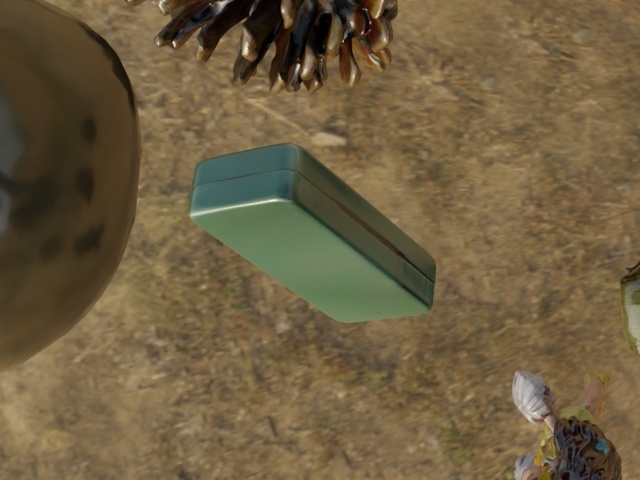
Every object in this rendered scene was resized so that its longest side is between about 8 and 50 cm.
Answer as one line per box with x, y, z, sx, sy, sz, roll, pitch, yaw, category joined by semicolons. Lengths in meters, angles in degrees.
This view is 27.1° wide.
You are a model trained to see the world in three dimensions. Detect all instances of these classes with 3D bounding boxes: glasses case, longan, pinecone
0.000;0.000;0.836;0.078;0.184;0.039;-9;62;31;glasses case
-0.332;-0.045;1.152;0.404;0.404;0.336;-38;91;26;longan
-0.073;-0.360;1.679;0.384;0.384;0.384;2;95;29;pinecone

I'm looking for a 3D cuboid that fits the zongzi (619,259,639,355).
0.463;0.035;1.269;0.274;0.300;0.145;-11;90;42;zongzi

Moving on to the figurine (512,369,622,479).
0.255;0.228;1.381;0.116;0.240;0.174;2;122;12;figurine
